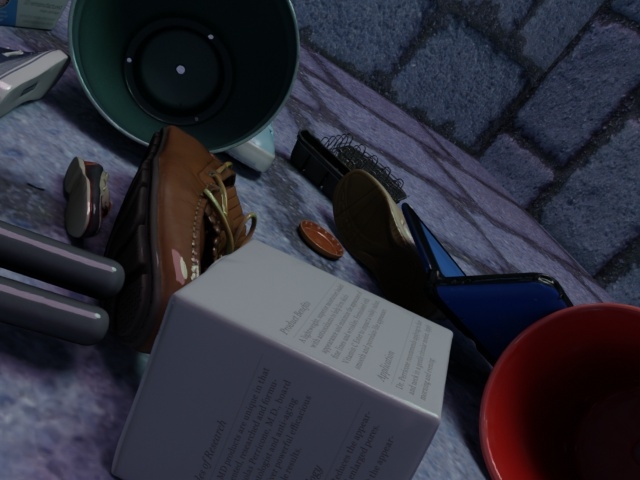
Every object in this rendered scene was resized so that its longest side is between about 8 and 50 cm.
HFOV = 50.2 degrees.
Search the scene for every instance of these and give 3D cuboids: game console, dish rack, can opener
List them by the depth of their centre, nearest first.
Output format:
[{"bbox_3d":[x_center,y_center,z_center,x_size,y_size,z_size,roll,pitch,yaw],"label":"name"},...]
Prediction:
[{"bbox_3d":[-0.268,0.002,0.449,0.280,0.074,0.093,24,-20,-26],"label":"can opener"},{"bbox_3d":[0.271,0.073,1.001,0.293,0.250,0.173,44,53,-40],"label":"game console"},{"bbox_3d":[0.075,-0.143,1.392,0.208,0.074,0.271,46,31,15],"label":"dish rack"}]

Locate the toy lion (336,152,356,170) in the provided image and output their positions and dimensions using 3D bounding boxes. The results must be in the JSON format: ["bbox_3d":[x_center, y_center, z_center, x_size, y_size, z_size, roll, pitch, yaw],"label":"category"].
[{"bbox_3d":[0.079,-0.144,1.520,0.100,0.034,0.096,21,33,-40],"label":"toy lion"}]

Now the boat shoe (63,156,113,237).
[{"bbox_3d":[-0.233,-0.042,0.696,0.043,0.049,0.137,28,17,-34],"label":"boat shoe"}]

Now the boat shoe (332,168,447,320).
[{"bbox_3d":[0.120,0.008,1.134,0.098,0.109,0.302,21,31,-53],"label":"boat shoe"}]

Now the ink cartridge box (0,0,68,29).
[{"bbox_3d":[-0.440,-0.469,0.950,0.197,0.270,0.198,39,19,2],"label":"ink cartridge box"}]

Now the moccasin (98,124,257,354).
[{"bbox_3d":[-0.130,-0.006,0.688,0.146,0.139,0.380,23,13,-16],"label":"moccasin"}]

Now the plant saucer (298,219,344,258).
[{"bbox_3d":[0.000,0.000,1.067,0.083,0.013,0.083,33,19,-13],"label":"plant saucer"}]

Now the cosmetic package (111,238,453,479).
[{"bbox_3d":[-0.019,0.115,0.499,0.183,0.152,0.151,25,18,8],"label":"cosmetic package"}]

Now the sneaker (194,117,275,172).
[{"bbox_3d":[-0.136,-0.259,1.204,0.135,0.150,0.366,24,24,-34],"label":"sneaker"}]

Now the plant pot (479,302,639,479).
[{"bbox_3d":[0.370,0.242,0.838,0.243,0.275,0.275,34,17,-44],"label":"plant pot"}]

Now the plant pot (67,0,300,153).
[{"bbox_3d":[-0.194,-0.257,0.963,0.293,0.293,0.196,33,-8,-14],"label":"plant pot"}]

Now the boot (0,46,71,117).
[{"bbox_3d":[-0.364,-0.206,0.792,0.086,0.069,0.190,37,21,-12],"label":"boot"}]
